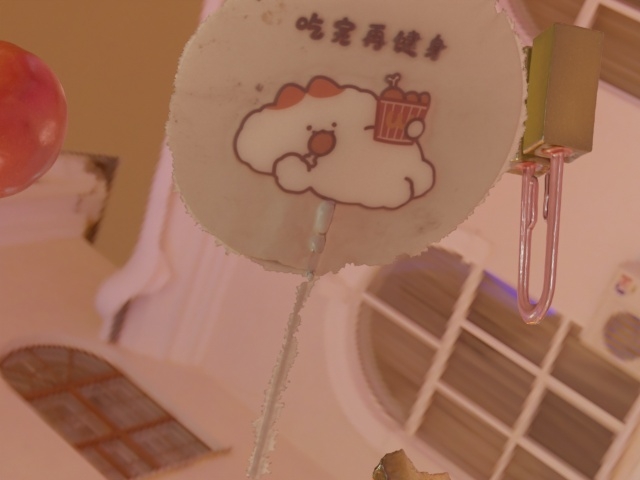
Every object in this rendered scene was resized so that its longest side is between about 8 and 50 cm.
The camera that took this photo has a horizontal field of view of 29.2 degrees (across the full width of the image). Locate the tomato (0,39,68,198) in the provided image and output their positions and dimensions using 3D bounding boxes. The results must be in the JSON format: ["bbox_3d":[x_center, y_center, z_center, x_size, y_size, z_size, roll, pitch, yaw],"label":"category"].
[{"bbox_3d":[-0.365,-0.127,1.305,0.195,0.195,0.136,-38,-30,-28],"label":"tomato"}]

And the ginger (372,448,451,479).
[{"bbox_3d":[0.066,0.187,0.753,0.057,0.137,0.044,-16,7,-2],"label":"ginger"}]

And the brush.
[{"bbox_3d":[0.176,-0.048,0.989,0.103,0.047,0.234,150,129,-71],"label":"brush"}]

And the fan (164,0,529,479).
[{"bbox_3d":[0.000,0.000,0.643,0.190,0.009,0.329,6,-62,-21],"label":"fan"}]
